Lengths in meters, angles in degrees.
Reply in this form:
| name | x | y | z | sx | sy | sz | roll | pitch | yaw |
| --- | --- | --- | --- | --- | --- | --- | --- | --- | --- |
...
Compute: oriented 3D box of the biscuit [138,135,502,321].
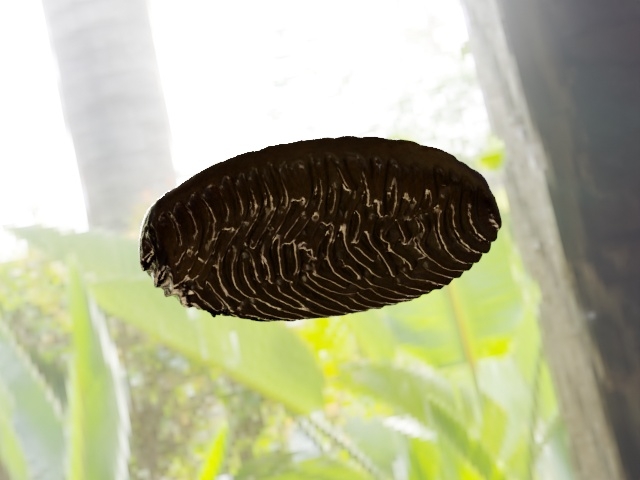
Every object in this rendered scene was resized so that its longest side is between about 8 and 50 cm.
| name | x | y | z | sx | sy | sz | roll | pitch | yaw |
| --- | --- | --- | --- | --- | --- | --- | --- | --- | --- |
| biscuit | 0.000 | 0.000 | 1.511 | 0.318 | 0.040 | 0.318 | -6 | -25 | -3 |
